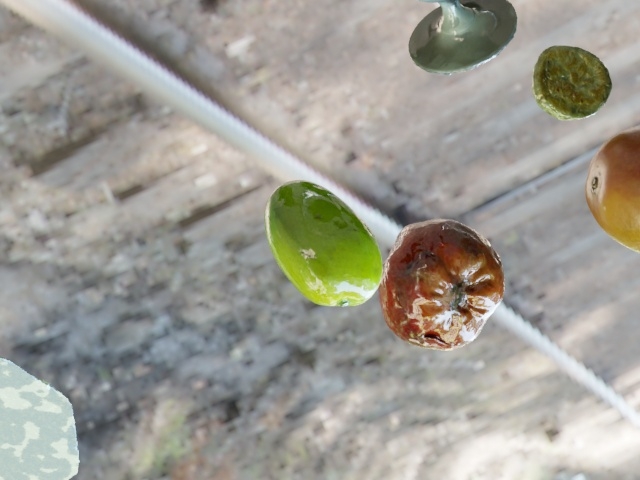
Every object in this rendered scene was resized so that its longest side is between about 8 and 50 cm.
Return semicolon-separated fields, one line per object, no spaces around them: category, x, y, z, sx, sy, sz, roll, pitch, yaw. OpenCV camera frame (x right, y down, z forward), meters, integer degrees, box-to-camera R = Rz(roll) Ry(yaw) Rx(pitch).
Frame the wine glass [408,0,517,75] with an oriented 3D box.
wine glass;0.072;-0.222;1.145;0.093;0.093;0.202;-26;133;5

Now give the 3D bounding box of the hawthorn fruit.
hawthorn fruit;0.146;0.049;2.029;0.173;0.179;0.173;-5;134;-5

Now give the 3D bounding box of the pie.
pie;0.242;-0.152;1.544;0.084;0.084;0.021;-20;161;-16

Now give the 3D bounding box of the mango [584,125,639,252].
mango;0.355;-0.039;1.480;0.151;0.221;0.120;-31;131;-57

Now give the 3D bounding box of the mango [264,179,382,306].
mango;0.000;0.000;1.106;0.073;0.108;0.056;-7;139;-34

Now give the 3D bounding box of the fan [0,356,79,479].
fan;-0.257;0.130;1.173;0.131;0.009;0.240;-30;134;19
